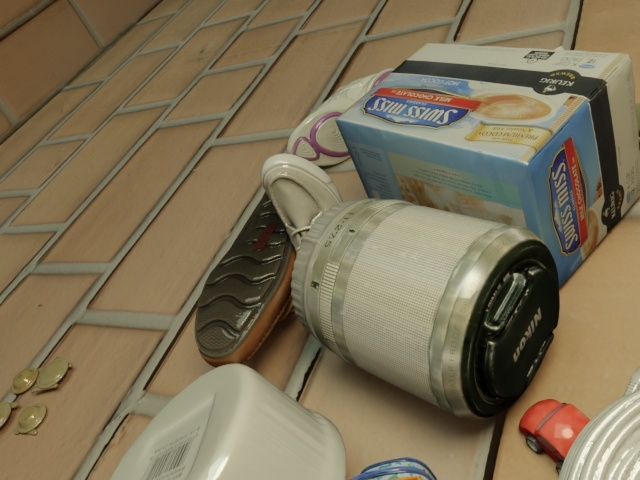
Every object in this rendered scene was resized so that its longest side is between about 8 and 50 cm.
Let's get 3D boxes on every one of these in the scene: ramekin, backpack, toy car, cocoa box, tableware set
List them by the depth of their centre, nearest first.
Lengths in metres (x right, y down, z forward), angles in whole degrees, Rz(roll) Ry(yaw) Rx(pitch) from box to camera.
[{"bbox_3d":[0.318,0.227,0.560,0.224,0.053,0.239,-17,38,14],"label":"toy car"},{"bbox_3d":[0.077,0.272,0.607,0.104,0.114,0.084,-19,38,13],"label":"backpack"},{"bbox_3d":[-0.118,0.266,0.639,0.277,0.135,0.277,-39,18,15],"label":"ramekin"},{"bbox_3d":[0.237,-0.123,0.875,0.228,0.232,0.347,-42,39,-19],"label":"cocoa box"},{"bbox_3d":[-0.518,0.276,1.054,0.140,0.020,0.169,-8,41,26],"label":"tableware set"}]

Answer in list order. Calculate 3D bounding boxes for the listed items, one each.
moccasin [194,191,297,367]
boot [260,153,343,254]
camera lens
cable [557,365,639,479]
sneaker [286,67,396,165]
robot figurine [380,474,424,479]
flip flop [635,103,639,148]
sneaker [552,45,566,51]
[{"bbox_3d":[-0.085,0.056,0.951,0.139,0.147,0.380,-6,35,16],"label":"moccasin"},{"bbox_3d":[0.000,0.000,0.861,0.095,0.258,0.124,-23,39,25],"label":"boot"},{"bbox_3d":[0.126,0.071,0.727,0.274,0.220,0.219,17,56,44],"label":"camera lens"},{"bbox_3d":[0.314,0.235,0.457,0.257,0.089,0.257,-44,64,-13],"label":"cable"},{"bbox_3d":[0.045,-0.254,1.278,0.305,0.114,0.152,-37,24,-19],"label":"sneaker"},{"bbox_3d":[-0.004,0.262,0.434,0.290,0.085,0.211,-11,21,-16],"label":"robot figurine"},{"bbox_3d":[0.525,-0.195,0.907,0.276,0.080,0.112,10,51,39],"label":"flip flop"},{"bbox_3d":[0.357,-0.199,0.998,0.102,0.161,0.282,-35,2,0],"label":"sneaker"}]
